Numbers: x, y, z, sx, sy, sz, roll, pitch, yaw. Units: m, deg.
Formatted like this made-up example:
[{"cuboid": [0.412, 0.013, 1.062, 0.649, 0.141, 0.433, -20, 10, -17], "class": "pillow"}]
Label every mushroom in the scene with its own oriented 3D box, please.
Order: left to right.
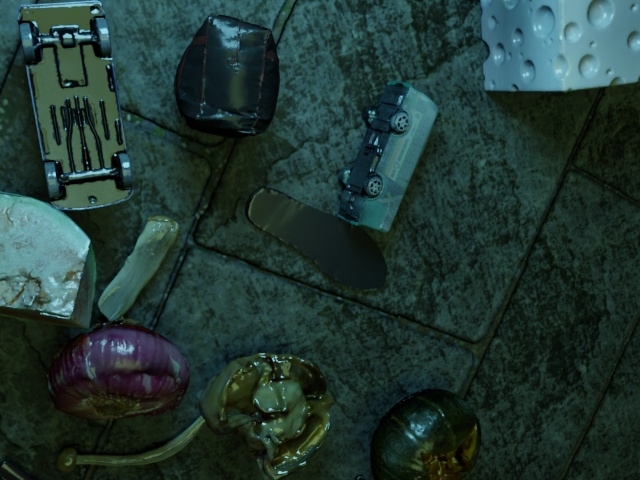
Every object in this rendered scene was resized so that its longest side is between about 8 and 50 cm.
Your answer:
[{"cuboid": [-0.301, 0.045, 1.221, 0.059, 0.054, 0.202, 31, 96, -18], "class": "mushroom"}, {"cuboid": [-0.303, 0.356, 1.297, 0.306, 0.043, 0.068, -11, 125, -19], "class": "mushroom"}]

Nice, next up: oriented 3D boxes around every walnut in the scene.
[{"cuboid": [-0.097, 0.287, 1.301, 0.204, 0.141, 0.238, -50, 118, -22], "class": "walnut"}]

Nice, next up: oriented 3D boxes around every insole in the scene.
[{"cuboid": [0.000, 0.000, 1.336, 0.309, 0.012, 0.110, 27, 92, -23], "class": "insole"}]

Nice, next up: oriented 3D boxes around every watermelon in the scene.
[{"cuboid": [-0.487, 0.043, 1.076, 0.305, 0.180, 0.223, 8, 113, -4], "class": "watermelon"}]

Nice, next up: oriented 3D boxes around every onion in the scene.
[{"cuboid": [-0.320, 0.196, 1.185, 0.230, 0.230, 0.163, 12, 60, -22], "class": "onion"}]

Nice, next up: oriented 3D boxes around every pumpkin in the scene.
[{"cuboid": [0.197, 0.395, 1.417, 0.238, 0.159, 0.237, -18, 120, -34], "class": "pumpkin"}]

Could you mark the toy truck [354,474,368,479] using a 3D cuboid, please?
[{"cuboid": [0.104, 0.509, 1.470, 0.083, 0.049, 0.054, 25, 94, -22], "class": "toy truck"}]

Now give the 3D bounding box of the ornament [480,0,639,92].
[{"cuboid": [0.444, -0.387, 1.286, 0.240, 0.239, 0.239, -10, 105, -18], "class": "ornament"}]

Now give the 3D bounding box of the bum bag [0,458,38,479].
[{"cuboid": [-0.542, 0.451, 1.234, 0.159, 0.026, 0.109, -47, 113, -5], "class": "bum bag"}]

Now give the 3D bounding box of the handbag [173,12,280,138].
[{"cuboid": [-0.141, -0.246, 1.124, 0.155, 0.215, 0.169, 12, 94, -13], "class": "handbag"}]

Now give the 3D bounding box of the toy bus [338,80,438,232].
[{"cuboid": [0.116, -0.146, 1.308, 0.109, 0.091, 0.261, 20, 96, -33], "class": "toy bus"}]

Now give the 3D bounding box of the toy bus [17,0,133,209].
[{"cuboid": [-0.362, -0.197, 1.096, 0.126, 0.133, 0.292, -10, 104, -18], "class": "toy bus"}]
